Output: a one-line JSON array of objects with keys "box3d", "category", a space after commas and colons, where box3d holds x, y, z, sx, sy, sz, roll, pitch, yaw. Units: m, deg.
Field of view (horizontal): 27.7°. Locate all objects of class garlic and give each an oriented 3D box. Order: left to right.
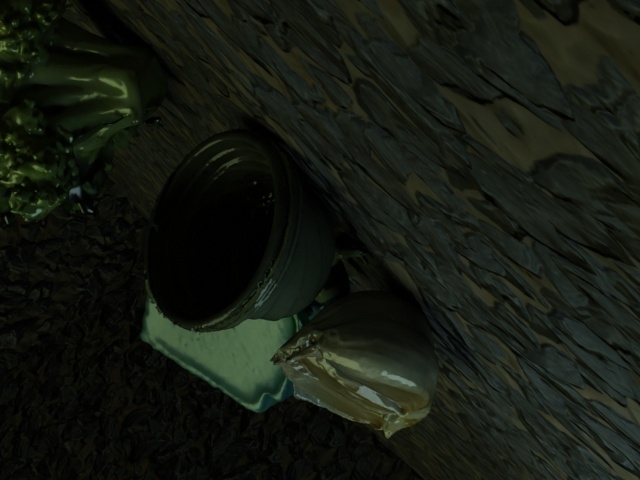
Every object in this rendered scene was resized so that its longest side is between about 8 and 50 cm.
[{"box3d": [0.054, 0.124, 1.492, 0.178, 0.142, 0.229, 30, 161, -13], "category": "garlic"}]

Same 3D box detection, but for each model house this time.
[{"box3d": [-0.075, 0.073, 1.871, 0.281, 0.249, 0.229, 30, 126, 25], "category": "model house"}]

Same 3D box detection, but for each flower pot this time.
[{"box3d": [-0.074, 0.004, 1.431, 0.141, 0.235, 0.235, 25, -171, -43], "category": "flower pot"}]

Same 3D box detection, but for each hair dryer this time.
[{"box3d": [-0.014, -0.013, 1.532, 0.167, 0.067, 0.199, 51, 162, 8], "category": "hair dryer"}]

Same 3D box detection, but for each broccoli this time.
[{"box3d": [-0.323, -0.195, 1.658, 0.281, 0.347, 0.293, 6, -167, 29], "category": "broccoli"}]
